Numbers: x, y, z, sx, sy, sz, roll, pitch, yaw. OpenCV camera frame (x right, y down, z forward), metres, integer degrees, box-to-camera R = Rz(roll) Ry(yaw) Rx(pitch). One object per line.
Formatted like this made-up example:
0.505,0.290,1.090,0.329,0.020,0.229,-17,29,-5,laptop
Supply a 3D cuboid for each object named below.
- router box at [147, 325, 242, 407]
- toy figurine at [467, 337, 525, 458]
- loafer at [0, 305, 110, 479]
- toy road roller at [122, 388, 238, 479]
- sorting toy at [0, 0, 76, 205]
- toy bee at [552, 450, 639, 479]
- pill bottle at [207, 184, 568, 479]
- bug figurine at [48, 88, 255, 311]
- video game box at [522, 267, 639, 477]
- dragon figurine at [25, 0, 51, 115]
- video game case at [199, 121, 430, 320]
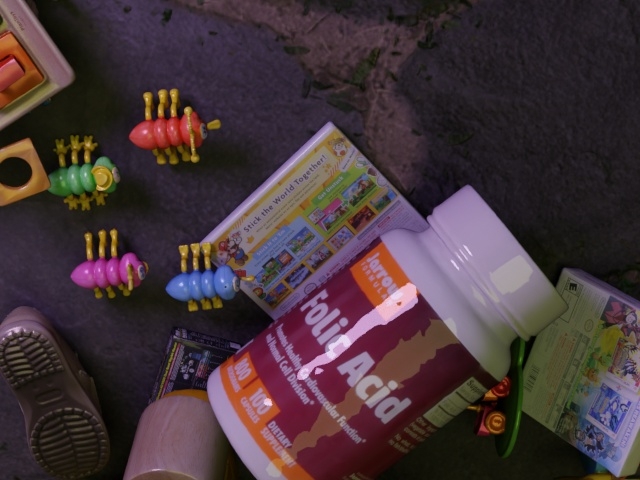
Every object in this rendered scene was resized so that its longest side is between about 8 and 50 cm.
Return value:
-0.161,0.179,1.449,0.092,0.038,0.122,16,105,-14,router box
0.173,0.184,1.473,0.159,0.130,0.173,9,86,-2,toy figurine
-0.325,0.185,1.402,0.102,0.092,0.268,-12,126,-3,loafer
-0.220,0.359,1.404,0.241,0.202,0.329,-3,123,6,toy road roller
-0.383,-0.186,1.190,0.196,0.047,0.347,-33,117,-1,sorting toy
0.403,0.292,1.509,0.195,0.162,0.298,-20,111,1,toy bee
0.080,0.128,1.342,0.392,0.224,0.224,-39,110,6,pill bottle
-0.203,-0.028,1.339,0.216,0.072,0.279,-10,107,4,bug figurine
0.354,0.164,1.446,0.048,0.187,0.205,4,112,-40,video game box
-0.384,-0.265,1.236,0.144,0.085,0.289,-44,111,7,dragon figurine
0.000,0.000,1.418,0.227,0.026,0.206,-43,110,8,video game case
